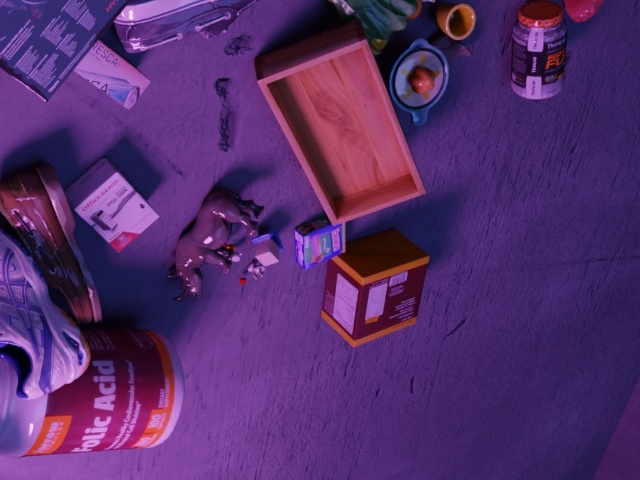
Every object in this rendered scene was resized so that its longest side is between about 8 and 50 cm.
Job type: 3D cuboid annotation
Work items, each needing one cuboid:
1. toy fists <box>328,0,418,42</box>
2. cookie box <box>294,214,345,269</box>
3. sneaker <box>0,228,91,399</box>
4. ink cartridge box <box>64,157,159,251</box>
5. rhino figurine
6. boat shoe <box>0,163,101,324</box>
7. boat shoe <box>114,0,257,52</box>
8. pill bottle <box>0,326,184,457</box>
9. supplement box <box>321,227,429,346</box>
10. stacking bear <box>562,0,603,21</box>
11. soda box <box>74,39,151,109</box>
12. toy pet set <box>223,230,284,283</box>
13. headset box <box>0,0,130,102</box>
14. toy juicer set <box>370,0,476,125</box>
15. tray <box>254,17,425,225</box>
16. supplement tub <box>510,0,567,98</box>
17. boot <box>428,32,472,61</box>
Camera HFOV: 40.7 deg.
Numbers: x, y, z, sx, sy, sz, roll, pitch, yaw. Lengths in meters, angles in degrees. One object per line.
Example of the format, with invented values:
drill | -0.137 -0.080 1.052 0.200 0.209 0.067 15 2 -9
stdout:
toy fists | 0.138 -0.477 1.535 0.142 0.096 0.279 41 90 -19
cookie box | 0.000 0.000 1.836 0.107 0.040 0.092 -24 132 -26
sneaker | -0.484 0.107 1.327 0.131 0.296 0.112 -36 177 -43
ink cartridge box | -0.357 -0.060 1.474 0.099 0.056 0.135 -43 139 -5
rhino figurine | -0.213 0.013 1.632 0.106 0.073 0.243 32 99 -15
boat shoe | -0.450 0.021 1.429 0.104 0.110 0.307 -24 123 -20
boat shoe | -0.179 -0.370 1.356 0.301 0.108 0.102 -25 133 -21
pill bottle | -0.455 0.259 1.502 0.392 0.224 0.224 8 114 -44
supplement box | 0.122 0.105 1.953 0.191 0.129 0.194 -17 130 -31
stacking bear | 0.473 -0.597 1.707 0.289 0.164 0.175 25 127 -37
soda box | -0.348 -0.278 1.316 0.063 0.058 0.183 -51 138 3
toy pet set | -0.142 0.017 1.732 0.114 0.065 0.122 -19 139 20
headset box | -0.414 -0.361 1.121 0.293 0.110 0.218 38 92 -34
toy juicer set | 0.157 -0.323 1.661 0.209 0.089 0.329 14 107 -32
tray | 0.047 -0.210 1.638 0.202 0.076 0.411 -19 137 9
supplement tub | 0.474 -0.414 1.872 0.117 0.117 0.190 -29 135 -20
boot | 0.256 -0.380 1.775 0.118 0.042 0.087 25 109 -46
